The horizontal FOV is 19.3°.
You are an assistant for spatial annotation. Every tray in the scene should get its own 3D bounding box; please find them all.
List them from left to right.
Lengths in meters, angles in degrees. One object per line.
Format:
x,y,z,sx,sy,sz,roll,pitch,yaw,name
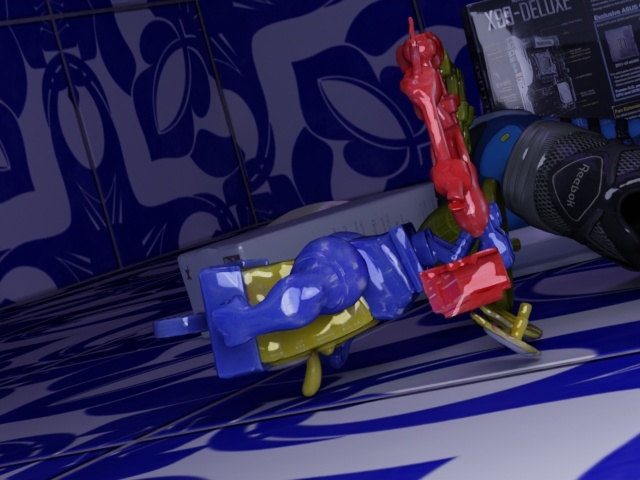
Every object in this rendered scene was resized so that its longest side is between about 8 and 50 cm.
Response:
0.142,0.014,1.516,0.270,0.030,0.145,-14,2,16,tray

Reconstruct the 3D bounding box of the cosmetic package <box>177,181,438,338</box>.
0.004,0.016,1.674,0.231,0.085,0.117,-19,4,-31,cosmetic package

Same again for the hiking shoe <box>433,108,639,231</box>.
0.230,-0.068,1.634,0.304,0.113,0.132,-10,2,-40,hiking shoe

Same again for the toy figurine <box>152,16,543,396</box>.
0.000,0.000,1.128,0.217,0.191,0.362,-20,1,7,toy figurine

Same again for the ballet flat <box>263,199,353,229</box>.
0.043,0.001,1.868,0.248,0.086,0.086,-13,4,19,ballet flat

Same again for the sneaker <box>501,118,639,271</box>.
0.225,-0.012,1.183,0.130,0.087,0.227,27,7,39,sneaker

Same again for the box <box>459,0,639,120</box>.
0.325,-0.170,1.995,0.307,0.242,0.076,-16,3,1,box
